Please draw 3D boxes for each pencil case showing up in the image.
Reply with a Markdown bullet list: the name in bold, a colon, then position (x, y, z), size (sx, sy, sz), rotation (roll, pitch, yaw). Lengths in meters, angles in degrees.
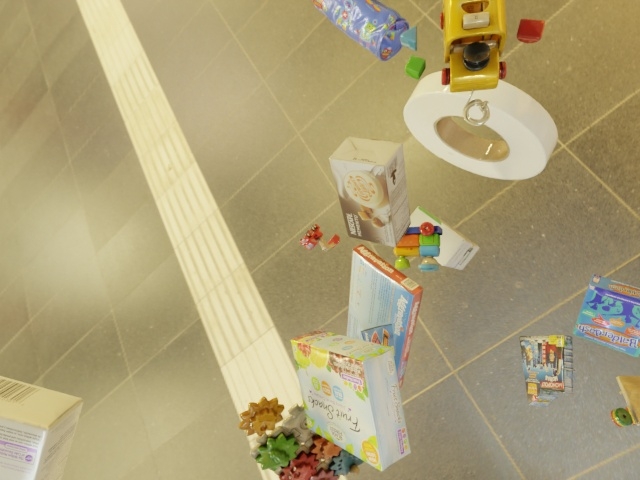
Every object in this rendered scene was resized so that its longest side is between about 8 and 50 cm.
- **pencil case**: position (0.110, -0.645, 1.244), size (0.119, 0.133, 0.306), rotation (-35, 71, -28)

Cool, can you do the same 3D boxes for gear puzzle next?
- **gear puzzle**: position (-0.030, 0.400, 0.855), size (0.175, 0.339, 0.044), rotation (-40, 32, -5)

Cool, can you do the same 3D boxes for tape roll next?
- **tape roll**: position (0.405, -0.288, 1.149), size (0.392, 0.392, 0.072), rotation (26, 83, 33)

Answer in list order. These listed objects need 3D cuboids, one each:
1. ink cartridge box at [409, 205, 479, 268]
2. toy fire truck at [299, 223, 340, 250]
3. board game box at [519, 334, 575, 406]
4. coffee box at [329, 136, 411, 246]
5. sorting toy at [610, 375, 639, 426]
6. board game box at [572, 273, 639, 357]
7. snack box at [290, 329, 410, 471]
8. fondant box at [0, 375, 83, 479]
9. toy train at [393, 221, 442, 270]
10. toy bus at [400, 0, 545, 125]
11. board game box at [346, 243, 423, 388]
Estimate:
- **ink cartridge box**: position (0.435, -0.003, 1.584), size (0.201, 0.278, 0.117), rotation (42, 104, 27)
- **toy fire truck**: position (0.000, 0.000, 1.835), size (0.135, 0.192, 0.047), rotation (42, 120, -4)
- **board game box**: position (0.630, 0.363, 1.213), size (0.060, 0.194, 0.194), rotation (8, 76, -8)
- **coffee box**: position (0.125, -0.113, 1.054), size (0.141, 0.246, 0.098), rotation (15, 51, 29)
- **sorting toy**: position (0.910, 0.454, 1.237), size (0.046, 0.275, 0.132), rotation (115, 156, -53)
- **board game box**: position (0.771, 0.198, 1.147), size (0.160, 0.210, 0.047), rotation (19, 49, 32)
- **snack box**: position (0.043, 0.254, 0.738), size (0.207, 0.070, 0.174), rotation (-2, 100, 57)
- **fondant box**: position (-0.505, 0.354, 0.603), size (0.238, 0.096, 0.330), rotation (17, 93, -3)
- **toy train**: position (0.244, 0.025, 1.347), size (0.248, 0.105, 0.143), rotation (-3, 80, 25)
- **toy bus**: position (0.237, -0.319, 0.680), size (0.202, 0.104, 0.191), rotation (44, 95, 15)
- **board game box**: position (0.109, 0.153, 0.821), size (0.145, 0.027, 0.281), rotation (39, 143, 36)
